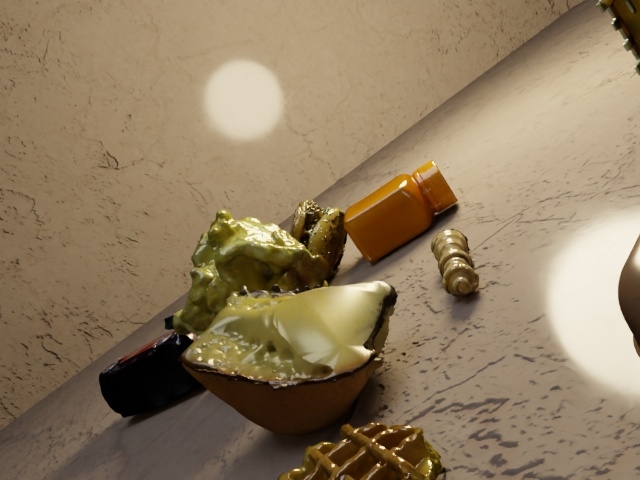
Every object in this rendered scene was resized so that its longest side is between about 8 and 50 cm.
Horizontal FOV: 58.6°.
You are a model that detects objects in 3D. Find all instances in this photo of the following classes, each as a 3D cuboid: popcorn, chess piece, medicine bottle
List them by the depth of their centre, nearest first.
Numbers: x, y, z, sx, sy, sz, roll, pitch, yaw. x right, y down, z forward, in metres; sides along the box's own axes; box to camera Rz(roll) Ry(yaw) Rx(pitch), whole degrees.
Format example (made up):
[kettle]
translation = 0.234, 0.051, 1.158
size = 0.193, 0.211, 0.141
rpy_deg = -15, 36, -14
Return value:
[chess piece]
translation = 0.197, 0.036, 0.830
size = 0.060, 0.060, 0.172
rpy_deg = -32, 14, 15
[popcorn]
translation = -0.126, 0.084, 1.028
size = 0.293, 0.293, 0.237
rpy_deg = -39, 53, -21
[medicine bottle]
translation = 0.165, -0.066, 1.194
size = 0.222, 0.112, 0.149
rpy_deg = -32, 11, 14

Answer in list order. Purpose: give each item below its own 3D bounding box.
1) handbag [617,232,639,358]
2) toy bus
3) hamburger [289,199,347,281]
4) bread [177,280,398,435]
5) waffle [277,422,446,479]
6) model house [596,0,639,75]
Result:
[handbag]
translation = 0.302, 0.035, 0.270
size = 0.283, 0.149, 0.302
rpy_deg = -38, 13, -30
[toy bus]
translation = -0.336, 0.269, 1.221
size = 0.302, 0.127, 0.147
rpy_deg = -30, 9, 25
[hamburger]
translation = 0.000, 0.000, 1.274
size = 0.113, 0.177, 0.185
rpy_deg = 9, 27, 30
[bread]
translation = -0.035, 0.156, 0.742
size = 0.262, 0.163, 0.204
rpy_deg = -3, 24, 27
[waffle]
translation = 0.024, 0.238, 0.469
size = 0.249, 0.056, 0.253
rpy_deg = -27, 12, 37
[model house]
translation = 0.687, -0.467, 1.095
size = 0.215, 0.224, 0.198
rpy_deg = -47, 13, -33
